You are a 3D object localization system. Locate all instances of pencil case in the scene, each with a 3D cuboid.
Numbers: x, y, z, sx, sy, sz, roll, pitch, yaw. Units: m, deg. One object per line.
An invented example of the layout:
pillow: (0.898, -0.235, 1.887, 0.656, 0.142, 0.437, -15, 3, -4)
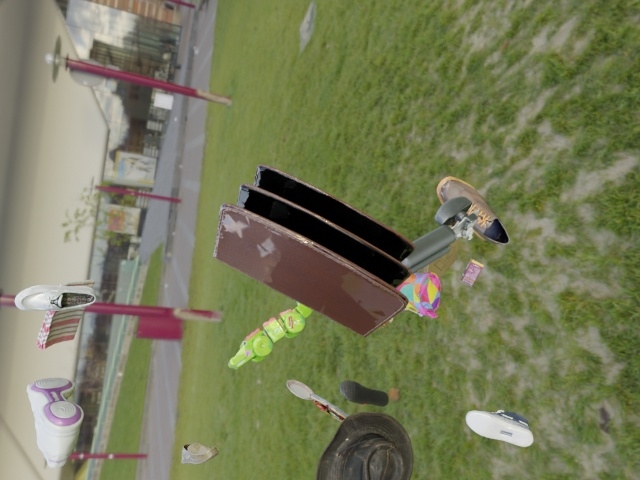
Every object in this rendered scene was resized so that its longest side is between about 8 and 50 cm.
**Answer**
pencil case: (0.165, 0.121, 1.170, 0.236, 0.104, 0.105, 1, 82, 43)

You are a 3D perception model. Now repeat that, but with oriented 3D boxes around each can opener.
can opener: (0.246, -0.005, 1.076, 0.093, 0.280, 0.074, 41, 142, 25)

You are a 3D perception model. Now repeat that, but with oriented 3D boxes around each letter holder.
letter holder: (0.000, 0.000, 0.800, 0.152, 0.301, 0.214, -63, 2, -27)

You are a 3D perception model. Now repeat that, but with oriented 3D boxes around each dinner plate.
dinner plate: (-0.091, 0.673, 2.226, 0.017, 0.141, 0.141, -63, 24, 9)

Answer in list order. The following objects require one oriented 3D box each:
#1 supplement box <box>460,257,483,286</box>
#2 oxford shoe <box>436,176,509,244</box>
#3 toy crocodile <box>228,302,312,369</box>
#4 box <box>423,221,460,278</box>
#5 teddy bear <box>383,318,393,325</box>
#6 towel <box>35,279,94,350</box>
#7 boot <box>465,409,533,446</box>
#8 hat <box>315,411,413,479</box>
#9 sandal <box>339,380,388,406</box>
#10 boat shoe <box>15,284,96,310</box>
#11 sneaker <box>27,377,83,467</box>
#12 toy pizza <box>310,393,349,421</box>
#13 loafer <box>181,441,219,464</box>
supplement box: (0.512, 0.108, 1.687, 0.083, 0.043, 0.055, -64, -6, 8)
oxford shoe: (0.581, -0.109, 1.853, 0.130, 0.363, 0.133, -52, 25, 8)
toy crocodile: (-0.159, 0.302, 1.625, 0.105, 0.340, 0.115, 53, 158, 10)
box: (0.361, 0.040, 1.474, 0.021, 0.164, 0.201, 35, 153, 31)
teddy bear: (0.276, 0.183, 1.835, 0.113, 0.338, 0.245, 33, 161, 30)
towel: (-0.716, 0.206, 1.409, 0.144, 0.029, 0.197, -12, -54, -79)
boot: (0.506, 0.520, 1.422, 0.086, 0.189, 0.069, -54, -15, -70)
hat: (0.156, 0.674, 1.435, 0.134, 0.331, 0.332, 166, 111, -69)
sandal: (0.139, 0.512, 1.639, 0.040, 0.179, 0.067, -49, 26, 51)
boat shoe: (-0.670, 0.151, 1.269, 0.063, 0.184, 0.066, 11, 94, 55)
sneaker: (-0.675, 0.445, 1.244, 0.305, 0.114, 0.152, 19, 100, 56)
toy pizza: (0.040, 0.661, 1.933, 0.032, 0.201, 0.201, -56, 13, -20)
loafer: (-0.338, 0.582, 1.368, 0.148, 0.056, 0.050, -24, 81, 34)
